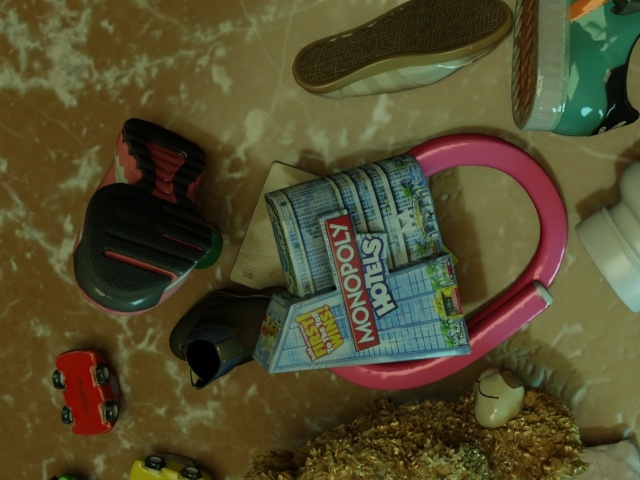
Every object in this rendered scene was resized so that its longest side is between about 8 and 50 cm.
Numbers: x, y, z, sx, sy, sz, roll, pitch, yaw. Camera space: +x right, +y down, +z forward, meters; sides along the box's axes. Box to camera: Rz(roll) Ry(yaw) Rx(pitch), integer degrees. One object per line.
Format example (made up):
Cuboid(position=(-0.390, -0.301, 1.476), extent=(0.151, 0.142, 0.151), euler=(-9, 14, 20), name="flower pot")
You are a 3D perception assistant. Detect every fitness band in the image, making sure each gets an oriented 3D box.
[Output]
Cuboid(position=(0.107, 0.024, 1.136), extent=(0.291, 0.054, 0.209), euler=(-36, 103, 8), name="fitness band")

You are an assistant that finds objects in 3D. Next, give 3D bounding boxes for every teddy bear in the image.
Cuboid(position=(0.080, 0.200, 1.110), extent=(0.338, 0.245, 0.113), euler=(-14, 86, 17), name="teddy bear")

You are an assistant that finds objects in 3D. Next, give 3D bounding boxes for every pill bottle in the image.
Cuboid(position=(0.363, -0.042, 1.054), extent=(0.246, 0.136, 0.136), euler=(-36, 91, 16), name="pill bottle")

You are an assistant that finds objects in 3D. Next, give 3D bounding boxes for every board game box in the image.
Cuboid(position=(0.023, 0.039, 1.057), extent=(0.194, 0.060, 0.194), euler=(-18, 103, -16), name="board game box")

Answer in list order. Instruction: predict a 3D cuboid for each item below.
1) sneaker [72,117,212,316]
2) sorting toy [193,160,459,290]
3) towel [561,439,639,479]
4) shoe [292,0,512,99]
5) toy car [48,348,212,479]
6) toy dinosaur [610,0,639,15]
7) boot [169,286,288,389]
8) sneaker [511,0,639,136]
Cuboid(position=(-0.178, 0.004, 1.110), extent=(0.116, 0.314, 0.136), euler=(24, 116, -12), name="sneaker")
Cuboid(position=(0.000, 0.000, 1.179), extent=(0.275, 0.046, 0.132), euler=(20, 105, -6), name="sorting toy")
Cuboid(position=(0.180, 0.376, 1.128), extent=(0.317, 0.053, 0.331), euler=(-9, 66, 13), name="towel")
Cuboid(position=(0.082, -0.188, 1.137), extent=(0.219, 0.058, 0.076), euler=(-14, 66, 10), name="shoe")
Cuboid(position=(-0.254, 0.261, 1.288), extent=(0.225, 0.053, 0.239), euler=(-43, 88, 16), name="toy car")
Cuboid(position=(0.281, -0.293, 0.960), extent=(0.160, 0.121, 0.313), euler=(-40, 98, -8), name="toy dinosaur")
Cuboid(position=(-0.117, 0.100, 1.157), extent=(0.219, 0.106, 0.082), euler=(-20, 93, 49), name="boot")
Cuboid(position=(0.254, -0.247, 1.069), extent=(0.121, 0.108, 0.302), euler=(5, 95, -8), name="sneaker")
